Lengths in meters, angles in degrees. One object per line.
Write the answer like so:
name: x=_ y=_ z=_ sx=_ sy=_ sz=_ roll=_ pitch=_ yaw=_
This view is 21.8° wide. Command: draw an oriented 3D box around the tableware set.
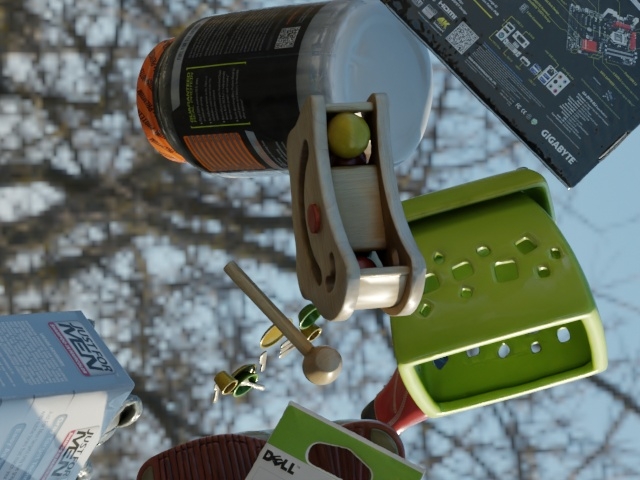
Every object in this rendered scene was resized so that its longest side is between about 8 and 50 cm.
tableware set: x=-0.057 y=0.131 z=1.890 sx=0.024 sy=0.154 sz=0.104 roll=47 pitch=-28 yaw=22

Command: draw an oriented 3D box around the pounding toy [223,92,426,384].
pounding toy: x=0.000 y=0.000 z=1.544 sx=0.154 sy=0.155 sz=0.269 roll=163 pitch=-78 yaw=-72

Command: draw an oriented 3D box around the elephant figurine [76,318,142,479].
elephant figurine: x=-0.352 y=0.245 z=2.462 sx=0.239 sy=0.186 sz=0.169 roll=37 pitch=41 yaw=-58

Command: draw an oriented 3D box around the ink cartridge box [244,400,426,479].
ink cartridge box: x=-0.008 y=0.328 z=1.746 sx=0.255 sy=0.189 sz=0.097 roll=-60 pitch=149 yaw=-10

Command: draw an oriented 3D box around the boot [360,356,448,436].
boot: x=0.127 y=0.186 z=2.382 sx=0.176 sy=0.088 sz=0.244 roll=-45 pitch=-164 yaw=37

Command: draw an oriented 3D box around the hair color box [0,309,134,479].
hair color box: x=-0.375 y=0.176 z=1.534 sx=0.113 sy=0.374 sz=0.185 roll=50 pitch=-59 yaw=30

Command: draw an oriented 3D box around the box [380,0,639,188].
box: x=0.259 y=-0.253 z=1.841 sx=0.257 sy=0.322 sz=0.079 roll=-45 pitch=-159 yaw=8

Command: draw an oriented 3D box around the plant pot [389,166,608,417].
plant pot: x=0.189 y=0.054 z=1.891 sx=0.227 sy=0.228 sz=0.207 roll=60 pitch=16 yaw=-65

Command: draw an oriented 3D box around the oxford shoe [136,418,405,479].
oxford shoe: x=-0.061 y=0.301 z=2.154 sx=0.130 sy=0.348 sz=0.123 roll=-4 pitch=88 yaw=-87

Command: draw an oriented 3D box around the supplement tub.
supplement tub: x=-0.050 y=-0.180 z=2.007 sx=0.338 sy=0.207 sz=0.207 roll=0 pitch=-88 yaw=40
